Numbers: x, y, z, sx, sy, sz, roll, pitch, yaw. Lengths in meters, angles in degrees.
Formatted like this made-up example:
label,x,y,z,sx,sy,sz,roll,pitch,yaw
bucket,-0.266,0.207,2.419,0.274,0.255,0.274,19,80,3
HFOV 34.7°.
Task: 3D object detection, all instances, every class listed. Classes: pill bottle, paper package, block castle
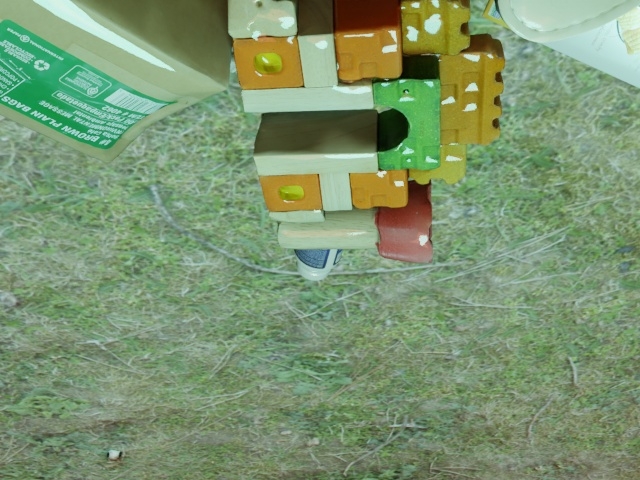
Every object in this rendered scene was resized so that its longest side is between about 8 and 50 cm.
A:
label,x,y,z,sx,sy,sz,roll,pitch,yaw
pill bottle,0.000,0.000,1.385,0.067,0.067,0.120,3,142,-10
paper package,-0.234,-0.267,0.798,0.168,0.309,0.325,-23,144,40
block castle,0.051,-0.209,0.929,0.213,0.303,0.453,-1,143,6

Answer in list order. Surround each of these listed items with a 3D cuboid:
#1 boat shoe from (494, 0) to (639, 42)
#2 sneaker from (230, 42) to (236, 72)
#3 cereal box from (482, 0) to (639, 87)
label,x,y,z,sx,sy,sz,roll,pitch,yaw
boat shoe,0.272,-0.294,0.891,0.324,0.097,0.116,-44,108,0
sneaker,-0.254,-0.224,1.015,0.366,0.135,0.150,27,130,-32
cereal box,0.303,-0.250,1.005,0.240,0.047,0.173,25,129,5
